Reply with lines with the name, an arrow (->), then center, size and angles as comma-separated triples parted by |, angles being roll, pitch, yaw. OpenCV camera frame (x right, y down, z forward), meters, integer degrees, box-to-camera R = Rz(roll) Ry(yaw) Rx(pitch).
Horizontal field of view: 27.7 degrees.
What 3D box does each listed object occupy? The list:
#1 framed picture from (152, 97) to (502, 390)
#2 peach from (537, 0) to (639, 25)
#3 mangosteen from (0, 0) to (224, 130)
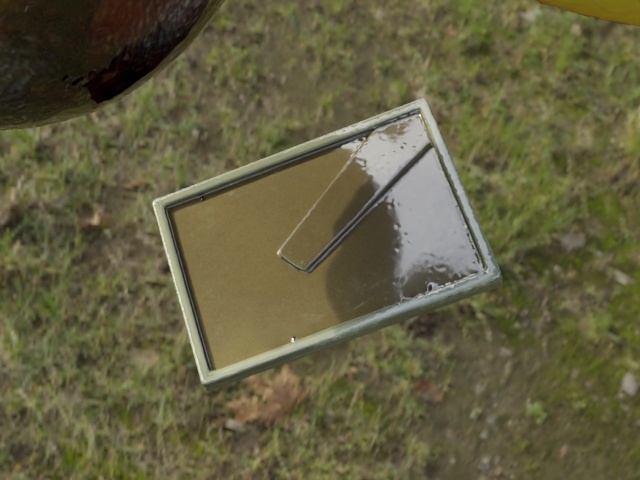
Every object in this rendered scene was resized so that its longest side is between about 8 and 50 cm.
framed picture -> 0.000, 0.000, 0.858 | 0.203, 0.015, 0.150 | -21, 60, 1
peach -> 0.215, -0.272, 0.664 | 0.380, 0.306, 0.242 | 4, 2, -39
mangosteen -> -0.198, -0.220, 0.733 | 0.306, 0.306, 0.359 | -21, 25, -31
